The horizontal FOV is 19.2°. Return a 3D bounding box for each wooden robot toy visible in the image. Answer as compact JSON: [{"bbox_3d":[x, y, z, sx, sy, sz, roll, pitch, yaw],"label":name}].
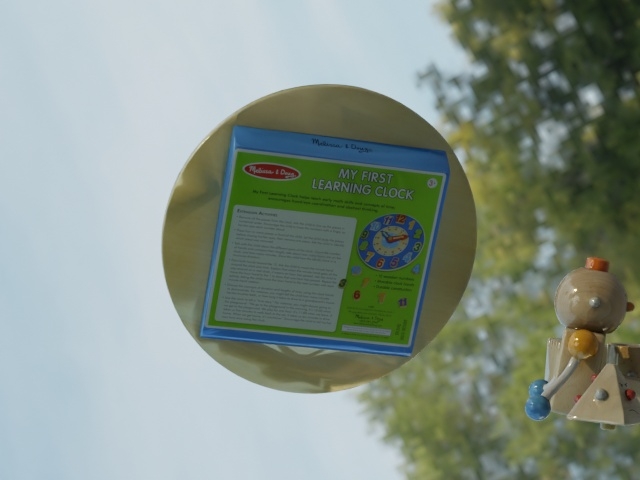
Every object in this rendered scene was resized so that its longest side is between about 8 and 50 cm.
[{"bbox_3d":[0.143,0.048,0.938,0.173,0.076,0.079,-8,-78,-83],"label":"wooden robot toy"}]

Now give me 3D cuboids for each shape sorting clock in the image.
[{"bbox_3d":[0.000,0.000,1.213,0.206,0.206,0.040,53,-176,-23],"label":"shape sorting clock"}]
